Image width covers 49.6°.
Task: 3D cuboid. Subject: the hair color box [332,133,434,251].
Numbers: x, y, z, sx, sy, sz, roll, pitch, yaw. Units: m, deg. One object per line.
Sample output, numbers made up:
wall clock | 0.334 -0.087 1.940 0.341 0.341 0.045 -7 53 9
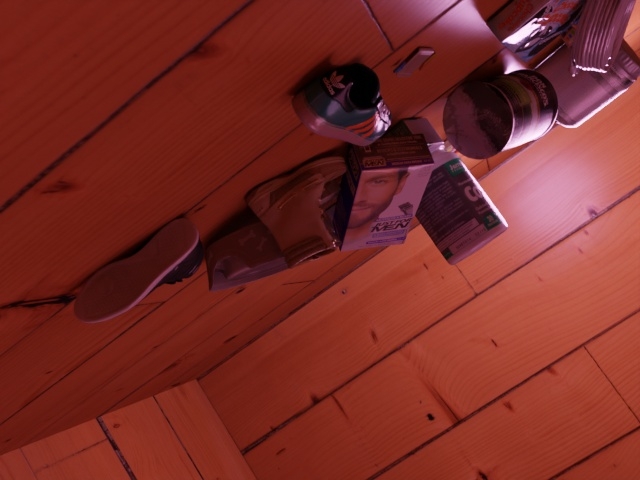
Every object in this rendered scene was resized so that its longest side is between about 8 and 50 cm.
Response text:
hair color box | 0.148 -0.113 1.744 0.185 0.110 0.339 -7 145 -13

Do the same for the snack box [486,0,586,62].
snack box | 0.489 -0.496 1.536 0.187 0.060 0.322 -40 169 24

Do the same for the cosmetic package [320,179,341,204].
cosmetic package | -0.012 -0.119 1.734 0.115 0.060 0.041 -32 169 -21

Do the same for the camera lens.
camera lens | 0.779 -0.487 2.054 0.274 0.219 0.219 -40 168 33

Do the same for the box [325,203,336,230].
box | 0.089 -0.092 2.051 0.145 0.038 0.186 -35 169 -2

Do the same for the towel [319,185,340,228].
towel | 0.027 -0.085 2.098 0.271 0.040 0.370 -31 168 -22

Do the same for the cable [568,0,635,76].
cable | 0.657 -0.515 1.589 0.257 0.089 0.257 -67 159 0

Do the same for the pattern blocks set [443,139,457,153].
pattern blocks set | 0.460 -0.336 2.318 0.324 0.026 0.285 -33 170 -6

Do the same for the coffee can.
coffee can | 0.484 -0.341 1.855 0.275 0.201 0.201 -24 166 -45

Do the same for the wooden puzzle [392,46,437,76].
wooden puzzle | 0.187 -0.356 1.378 0.078 0.014 0.116 -44 167 27

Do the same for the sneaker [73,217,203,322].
sneaker | -0.355 0.078 1.421 0.295 0.104 0.147 -38 165 -3

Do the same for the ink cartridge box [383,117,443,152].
ink cartridge box | 0.198 -0.224 1.824 0.208 0.087 0.153 -40 168 32

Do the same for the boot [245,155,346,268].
boot | -0.011 -0.066 1.556 0.262 0.203 0.095 -27 169 -30

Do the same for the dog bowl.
dog bowl | -0.127 0.021 1.717 0.348 0.102 0.349 -20 173 -2

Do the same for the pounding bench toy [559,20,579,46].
pounding bench toy | 0.691 -0.553 1.852 0.052 0.083 0.065 -30 170 -21

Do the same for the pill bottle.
pill bottle | 0.360 -0.126 2.016 0.204 0.361 0.204 -33 171 -6

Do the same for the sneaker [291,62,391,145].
sneaker | 0.075 -0.248 1.250 0.121 0.108 0.302 -34 170 28
